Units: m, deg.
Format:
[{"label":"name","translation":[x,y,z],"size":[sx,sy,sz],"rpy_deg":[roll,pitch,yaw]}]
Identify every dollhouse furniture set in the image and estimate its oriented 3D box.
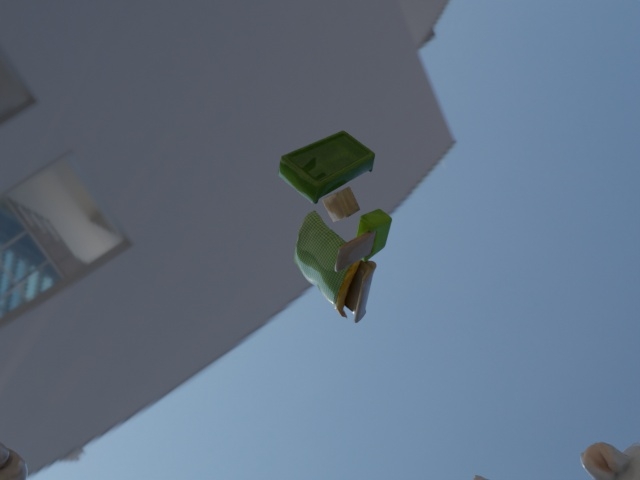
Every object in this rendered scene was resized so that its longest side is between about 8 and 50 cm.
[{"label":"dollhouse furniture set","translation":[0.000,0.000,0.736],"size":[0.058,0.152,0.076],"rpy_deg":[-29,-124,-34]}]

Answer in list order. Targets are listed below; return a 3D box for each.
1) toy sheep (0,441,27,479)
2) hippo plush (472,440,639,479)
[{"label":"toy sheep","translation":[-0.185,0.141,0.518],"size":[0.091,0.132,0.091],"rpy_deg":[5,-166,-1]},{"label":"hippo plush","translation":[0.287,0.277,0.855],"size":[0.234,0.237,0.294],"rpy_deg":[15,-140,-10]}]
